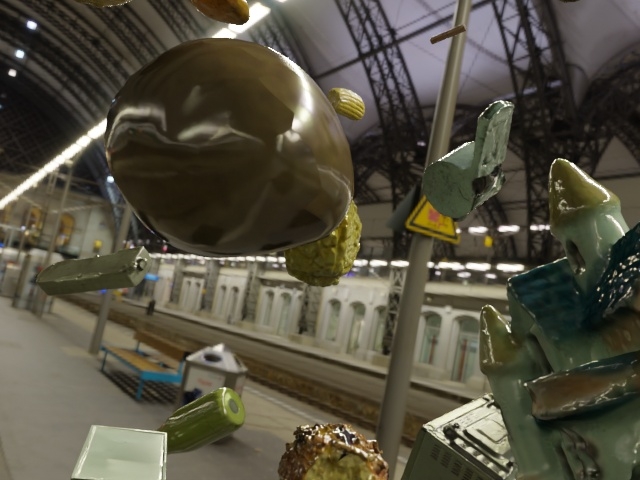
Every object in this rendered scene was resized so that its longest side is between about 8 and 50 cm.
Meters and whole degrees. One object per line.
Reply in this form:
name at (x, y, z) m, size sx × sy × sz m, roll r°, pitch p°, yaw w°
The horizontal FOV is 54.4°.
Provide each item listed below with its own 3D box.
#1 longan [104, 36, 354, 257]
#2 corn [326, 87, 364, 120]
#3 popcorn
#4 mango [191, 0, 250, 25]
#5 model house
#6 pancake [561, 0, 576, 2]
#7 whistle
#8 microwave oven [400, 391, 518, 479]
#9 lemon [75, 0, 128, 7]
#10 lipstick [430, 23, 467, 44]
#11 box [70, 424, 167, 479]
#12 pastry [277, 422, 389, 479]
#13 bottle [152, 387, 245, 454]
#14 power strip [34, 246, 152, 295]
longan at (-0.136, -0.134, 0.962) m, size 0.405 × 0.336 × 0.404 m, roll 28°, pitch -7°, yaw 4°
corn at (0.077, -0.407, 1.856) m, size 0.063 × 0.084 × 0.165 m, roll 11°, pitch 8°, yaw 28°
popcorn at (0.000, 0.000, 1.461) m, size 0.174 × 0.225 × 0.286 m, roll 7°, pitch -28°, yaw 15°
mango at (-0.260, -0.618, 1.601) m, size 0.165 × 0.089 × 0.115 m, roll 26°, pitch -25°, yaw 6°
model house at (0.219, 0.087, 0.508) m, size 0.194 × 0.324 × 0.267 m, roll -16°, pitch -18°, yaw -2°
pancake at (0.523, -0.554, 1.300) m, size 0.115 × 0.114 × 0.011 m, roll 8°, pitch 28°, yaw 25°
whistle at (0.457, -0.216, 1.824) m, size 0.168 × 0.188 × 0.404 m, roll -31°, pitch -12°, yaw -34°
microwave oven at (0.246, 0.327, 0.923) m, size 0.163 × 0.129 × 0.205 m, roll 27°, pitch 22°, yaw 38°
lemon at (-0.385, -0.569, 1.093) m, size 0.286 × 0.315 × 0.285 m, roll 14°, pitch -19°, yaw 5°
lipstick at (0.325, -0.524, 1.582) m, size 0.094 × 0.018 × 0.019 m, roll -15°, pitch -21°, yaw 31°
box at (-0.312, 0.371, 0.973) m, size 0.130 × 0.086 × 0.225 m, roll 10°, pitch -1°, yaw -13°
pastry at (0.045, 0.653, 1.554) m, size 0.293 × 0.404 × 0.337 m, roll -15°, pitch -17°, yaw -10°
bottle at (-0.317, 0.462, 1.542) m, size 0.260 × 0.112 × 0.112 m, roll -30°, pitch -22°, yaw 16°
power strip at (-0.463, 0.066, 1.252) m, size 0.286 × 0.080 × 0.048 m, roll -8°, pitch -57°, yaw 25°
